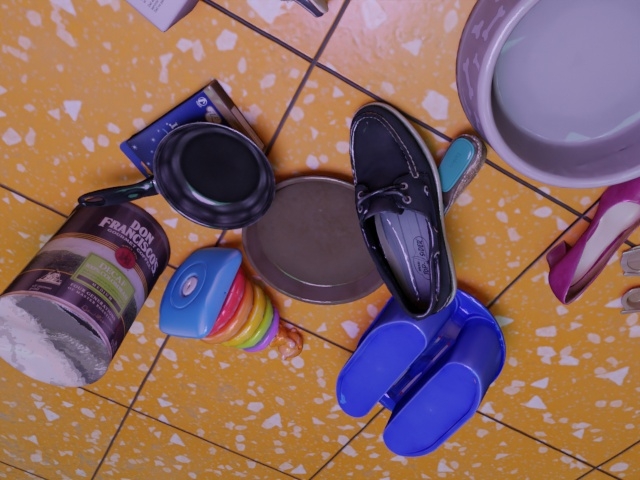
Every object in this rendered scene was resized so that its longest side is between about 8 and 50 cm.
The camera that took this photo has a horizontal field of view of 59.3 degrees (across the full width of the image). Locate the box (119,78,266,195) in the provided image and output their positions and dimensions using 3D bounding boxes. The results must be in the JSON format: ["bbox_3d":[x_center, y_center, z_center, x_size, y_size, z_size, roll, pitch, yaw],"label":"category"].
[{"bbox_3d":[-0.218,-0.148,0.927,0.225,0.036,0.136,-25,118,26],"label":"box"}]

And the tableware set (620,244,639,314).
[{"bbox_3d":[0.587,0.069,0.961,0.141,0.020,0.168,-6,124,13],"label":"tableware set"}]

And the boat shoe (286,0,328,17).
[{"bbox_3d":[-0.049,-0.345,0.749,0.137,0.049,0.043,39,125,-15],"label":"boat shoe"}]

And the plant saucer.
[{"bbox_3d":[0.000,0.000,0.995,0.278,0.041,0.278,5,126,7],"label":"plant saucer"}]

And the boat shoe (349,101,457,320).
[{"bbox_3d":[0.111,-0.037,0.840,0.127,0.113,0.340,-9,103,30],"label":"boat shoe"}]

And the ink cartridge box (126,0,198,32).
[{"bbox_3d":[-0.231,-0.432,0.672,0.278,0.117,0.201,39,122,-19],"label":"ink cartridge box"}]

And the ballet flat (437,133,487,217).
[{"bbox_3d":[0.196,-0.077,0.890,0.073,0.067,0.206,53,127,24],"label":"ballet flat"}]

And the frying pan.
[{"bbox_3d":[-0.218,-0.077,0.924,0.326,0.053,0.197,-26,119,27],"label":"frying pan"}]

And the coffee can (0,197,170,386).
[{"bbox_3d":[-0.404,0.081,0.972,0.202,0.275,0.201,4,126,6],"label":"coffee can"}]

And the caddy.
[{"bbox_3d":[0.186,0.235,1.054,0.241,0.179,0.341,38,126,9],"label":"caddy"}]

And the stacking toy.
[{"bbox_3d":[-0.138,0.150,1.076,0.166,0.175,0.302,-2,150,45],"label":"stacking toy"}]

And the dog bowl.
[{"bbox_3d":[0.360,-0.222,0.739,0.349,0.102,0.348,4,127,6],"label":"dog bowl"}]

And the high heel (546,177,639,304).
[{"bbox_3d":[0.450,-0.004,0.870,0.082,0.117,0.244,34,124,-15],"label":"high heel"}]
